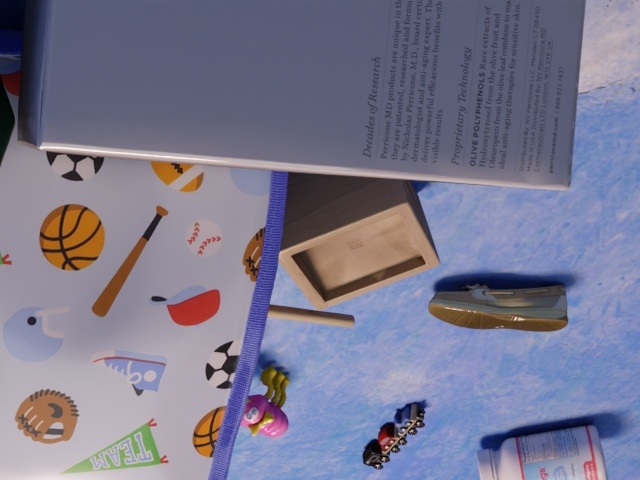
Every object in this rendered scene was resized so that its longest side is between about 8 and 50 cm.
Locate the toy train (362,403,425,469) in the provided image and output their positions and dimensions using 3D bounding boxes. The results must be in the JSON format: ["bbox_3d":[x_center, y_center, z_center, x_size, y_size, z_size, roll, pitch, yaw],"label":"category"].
[{"bbox_3d":[0.091,0.250,1.734,0.036,0.027,0.158,17,142,-14],"label":"toy train"}]

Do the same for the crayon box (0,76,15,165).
[{"bbox_3d":[-0.420,-0.158,0.865,0.362,0.106,0.313,-10,123,5],"label":"crayon box"}]

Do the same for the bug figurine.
[{"bbox_3d":[-0.139,0.215,1.521,0.279,0.072,0.216,-43,145,11],"label":"bug figurine"}]

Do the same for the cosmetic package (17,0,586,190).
[{"bbox_3d":[-0.022,-0.126,0.963,0.365,0.155,0.197,3,-175,-15],"label":"cosmetic package"}]

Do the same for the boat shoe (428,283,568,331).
[{"bbox_3d":[0.191,0.066,1.463,0.153,0.048,0.056,4,158,-3],"label":"boat shoe"}]

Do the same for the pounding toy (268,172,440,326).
[{"bbox_3d":[-0.002,0.006,1.278,0.206,0.094,0.181,-21,149,9],"label":"pounding toy"}]

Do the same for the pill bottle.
[{"bbox_3d":[0.288,0.295,1.776,0.160,0.087,0.087,-11,146,7],"label":"pill bottle"}]

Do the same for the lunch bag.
[{"bbox_3d":[-0.210,0.019,1.136,0.327,0.239,0.386,7,116,-15],"label":"lunch bag"}]
